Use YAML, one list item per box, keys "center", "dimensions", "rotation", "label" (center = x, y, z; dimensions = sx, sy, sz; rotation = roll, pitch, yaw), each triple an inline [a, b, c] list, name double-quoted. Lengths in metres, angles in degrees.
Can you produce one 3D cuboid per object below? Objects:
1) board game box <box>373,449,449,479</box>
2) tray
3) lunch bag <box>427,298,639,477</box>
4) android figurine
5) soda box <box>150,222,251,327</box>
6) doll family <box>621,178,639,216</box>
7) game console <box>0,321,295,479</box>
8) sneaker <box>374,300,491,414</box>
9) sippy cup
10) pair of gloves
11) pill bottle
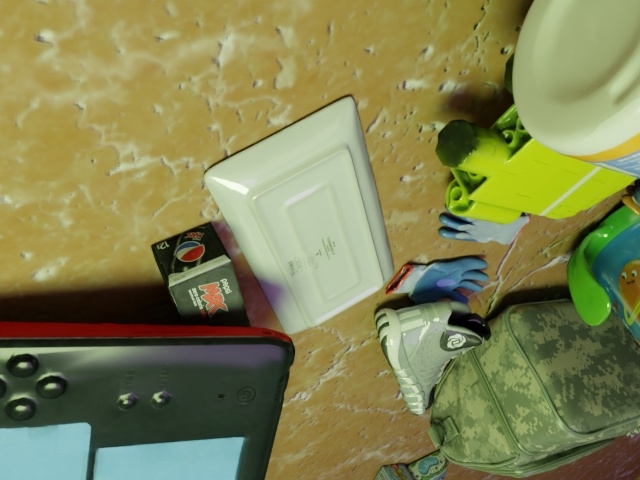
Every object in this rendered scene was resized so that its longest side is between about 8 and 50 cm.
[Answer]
- center: [0.161, 0.478, 1.179]
  dimensions: [0.194, 0.060, 0.194]
  rotation: [-18, 139, -20]
  label: "board game box"
- center: [0.000, 0.000, 0.603]
  dimensions: [0.145, 0.030, 0.270]
  rotation: [-28, 141, -7]
  label: "tray"
- center: [0.343, 0.236, 0.961]
  dimensions: [0.305, 0.212, 0.256]
  rotation: [-2, 147, -33]
  label: "lunch bag"
- center: [0.239, -0.098, 0.591]
  dimensions: [0.273, 0.056, 0.248]
  rotation: [4, 140, -39]
  label: "android figurine"
- center: [-0.102, 0.066, 0.578]
  dimensions: [0.060, 0.053, 0.168]
  rotation: [-24, 139, -14]
  label: "soda box"
- center: [0.403, -0.108, 0.672]
  dimensions: [0.118, 0.263, 0.163]
  rotation: [34, 131, -4]
  label: "doll family"
- center: [-0.217, 0.242, 0.555]
  dimensions: [0.342, 0.060, 0.386]
  rotation: [5, 115, -19]
  label: "game console"
- center: [0.159, 0.150, 0.801]
  dimensions: [0.132, 0.086, 0.228]
  rotation: [-19, 141, 7]
  label: "sneaker"
- center: [0.510, 0.078, 0.841]
  dimensions: [0.306, 0.224, 0.240]
  rotation: [-22, 137, 15]
  label: "sippy cup"
- center: [0.174, 0.014, 0.748]
  dimensions: [0.159, 0.023, 0.198]
  rotation: [10, 124, -42]
  label: "pair of gloves"
- center: [0.284, -0.103, 0.424]
  dimensions: [0.272, 0.152, 0.152]
  rotation: [11, 124, -21]
  label: "pill bottle"
